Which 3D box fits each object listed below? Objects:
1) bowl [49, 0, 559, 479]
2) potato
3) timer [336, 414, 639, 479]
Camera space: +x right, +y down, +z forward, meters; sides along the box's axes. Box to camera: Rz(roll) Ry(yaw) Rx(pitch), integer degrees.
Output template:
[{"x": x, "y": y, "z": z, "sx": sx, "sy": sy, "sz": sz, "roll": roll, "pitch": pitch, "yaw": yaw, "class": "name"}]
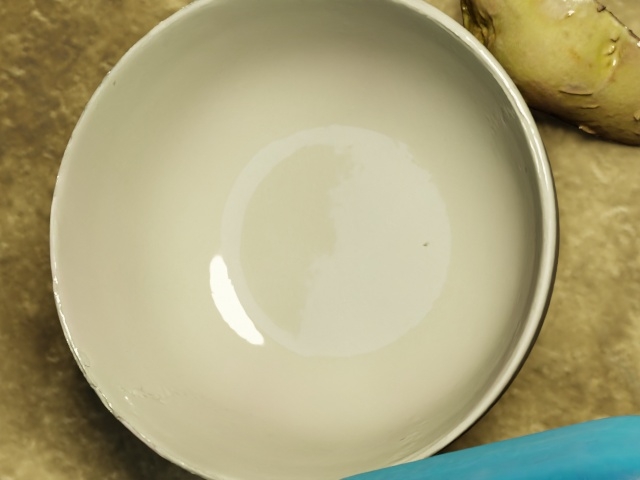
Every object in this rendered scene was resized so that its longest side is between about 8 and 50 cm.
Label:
[{"x": 0.000, "y": 0.000, "z": 0.986, "sx": 0.287, "sy": 0.144, "sz": 0.287, "roll": -1, "pitch": 86, "yaw": 13, "class": "bowl"}, {"x": 0.139, "y": -0.101, "z": 0.987, "sx": 0.172, "sy": 0.100, "sz": 0.089, "roll": 45, "pitch": 102, "yaw": 9, "class": "potato"}, {"x": 0.120, "y": 0.252, "z": 0.839, "sx": 0.340, "sy": 0.115, "sz": 0.309, "roll": -18, "pitch": 102, "yaw": 31, "class": "timer"}]
